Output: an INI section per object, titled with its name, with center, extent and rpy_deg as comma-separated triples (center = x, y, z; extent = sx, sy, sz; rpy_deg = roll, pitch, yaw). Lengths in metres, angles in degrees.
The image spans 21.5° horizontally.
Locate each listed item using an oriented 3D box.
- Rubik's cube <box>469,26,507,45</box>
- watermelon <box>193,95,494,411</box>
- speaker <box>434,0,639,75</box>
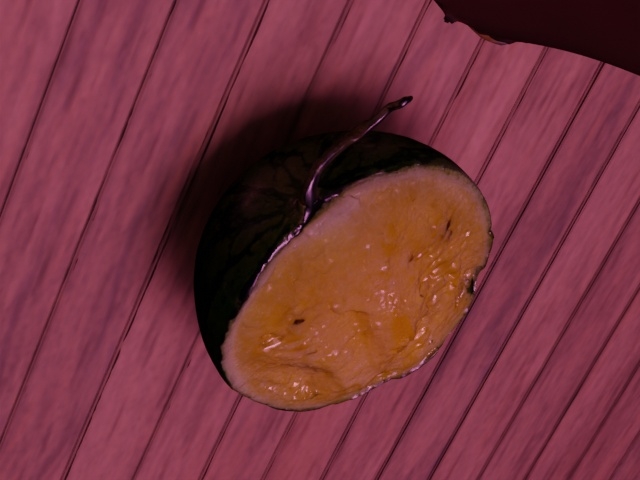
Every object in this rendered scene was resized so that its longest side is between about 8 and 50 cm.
[Rubik's cube]
center = 0.062, -0.353, 0.625
extent = 0.346, 0.344, 0.347
rpy_deg = -40, 146, -3
[watermelon]
center = 0.001, 0.005, 1.099
extent = 0.204, 0.127, 0.232
rpy_deg = -40, 143, 2
[speaker]
center = 0.197, -0.035, 0.540
extent = 0.198, 0.329, 0.259
rpy_deg = -35, 152, -6
